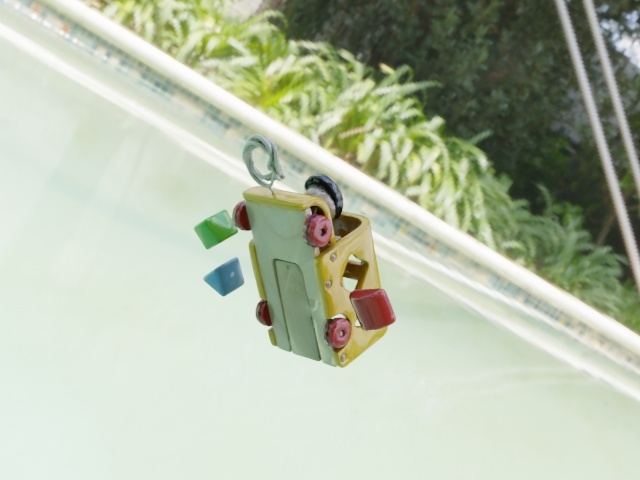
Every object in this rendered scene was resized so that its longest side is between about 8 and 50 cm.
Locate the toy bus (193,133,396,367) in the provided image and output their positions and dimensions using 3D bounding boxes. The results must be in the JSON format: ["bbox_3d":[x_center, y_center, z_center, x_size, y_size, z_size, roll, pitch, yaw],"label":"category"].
[{"bbox_3d":[-0.002,0.010,0.828,0.104,0.202,0.191,-33,78,-40],"label":"toy bus"}]
